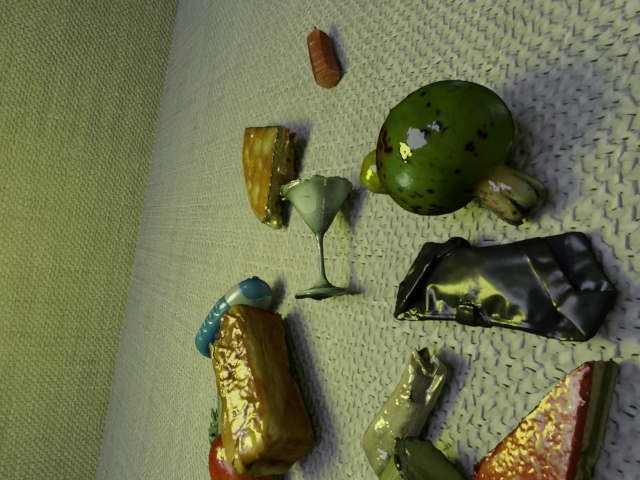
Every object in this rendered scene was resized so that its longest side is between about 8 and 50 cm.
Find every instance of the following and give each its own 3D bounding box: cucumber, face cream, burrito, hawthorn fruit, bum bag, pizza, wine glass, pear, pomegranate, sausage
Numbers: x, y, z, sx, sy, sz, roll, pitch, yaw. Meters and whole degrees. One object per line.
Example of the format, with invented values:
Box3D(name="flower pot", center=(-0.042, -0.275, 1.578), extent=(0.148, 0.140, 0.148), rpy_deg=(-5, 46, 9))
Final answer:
Box3D(name="cucumber", center=(0.110, 0.444, 0.635), extent=(0.105, 0.145, 0.325), rpy_deg=(-43, -24, -70))
Box3D(name="face cream", center=(-0.214, 0.196, 1.115), extent=(0.264, 0.149, 0.083), rpy_deg=(-54, 45, 26))
Box3D(name="burrito", center=(0.132, 0.267, 0.683), extent=(0.087, 0.060, 0.226), rpy_deg=(44, 118, 49))
Box3D(name="hawthorn fruit", center=(-0.168, 0.554, 0.948), extent=(0.165, 0.165, 0.285), rpy_deg=(-34, 53, 45))
Box3D(name="bum bag", center=(0.227, 0.057, 0.595), extent=(0.310, 0.074, 0.137), rpy_deg=(-3, 66, 48))
Box3D(name="pizza", center=(-0.157, -0.181, 1.193), extent=(0.268, 0.087, 0.258), rpy_deg=(24, 105, 55))
Box3D(name="wine glass", center=(0.000, 0.000, 0.881), extent=(0.156, 0.156, 0.232), rpy_deg=(-19, 70, 51))
Box3D(name="pear", center=(0.120, -0.127, 0.785), extent=(0.097, 0.092, 0.092), rpy_deg=(-52, 40, 8))
Box3D(name="pomegranate", center=(0.192, -0.113, 0.612), extent=(0.248, 0.202, 0.202), rpy_deg=(45, 121, 19))
Box3D(name="sausage", center=(0.002, -0.449, 1.057), extent=(0.065, 0.065, 0.169), rpy_deg=(-41, 49, 41))

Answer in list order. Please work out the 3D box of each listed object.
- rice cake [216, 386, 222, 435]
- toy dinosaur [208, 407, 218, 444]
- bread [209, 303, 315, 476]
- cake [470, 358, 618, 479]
Box3D(name="rice cake", center=(-0.249, 0.414, 1.180), extent=(0.066, 0.063, 0.336), rpy_deg=(-37, 53, 40))
Box3D(name="toy dinosaur", center=(-0.296, 0.572, 1.231), extent=(0.106, 0.044, 0.187), rpy_deg=(-43, 60, 58))
Box3D(name="bread", center=(-0.137, 0.315, 0.942), extent=(0.149, 0.195, 0.344), rpy_deg=(-36, 50, 19))
Box3D(name="cake", center=(0.251, 0.229, 0.502), extent=(0.116, 0.086, 0.220), rpy_deg=(9, 90, 53))
